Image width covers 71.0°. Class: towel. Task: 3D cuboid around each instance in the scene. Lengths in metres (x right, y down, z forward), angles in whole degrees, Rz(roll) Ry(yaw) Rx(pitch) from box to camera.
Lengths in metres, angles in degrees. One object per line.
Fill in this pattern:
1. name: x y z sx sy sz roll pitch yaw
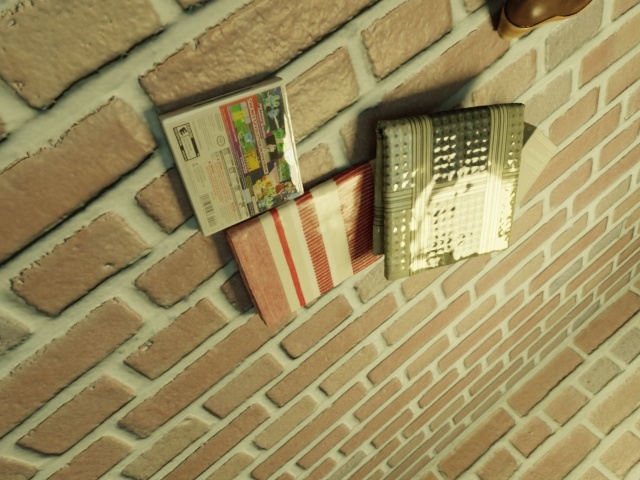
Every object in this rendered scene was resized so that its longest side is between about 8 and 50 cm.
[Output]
1. towel: 0.000 0.000 0.853 0.329 0.037 0.236 -29 132 -19
2. towel: 0.248 -0.093 0.879 0.313 0.056 0.323 -13 117 -17

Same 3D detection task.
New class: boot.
1. boot: 0.419 -0.442 0.731 0.249 0.090 0.207 -35 175 -1

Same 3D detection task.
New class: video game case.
1. video game case: -0.122 -0.122 0.678 0.184 0.023 0.201 -26 132 -19

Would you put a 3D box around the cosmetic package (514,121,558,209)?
1. cosmetic package: 0.398 -0.142 1.000 0.127 0.107 0.237 19 111 -43
